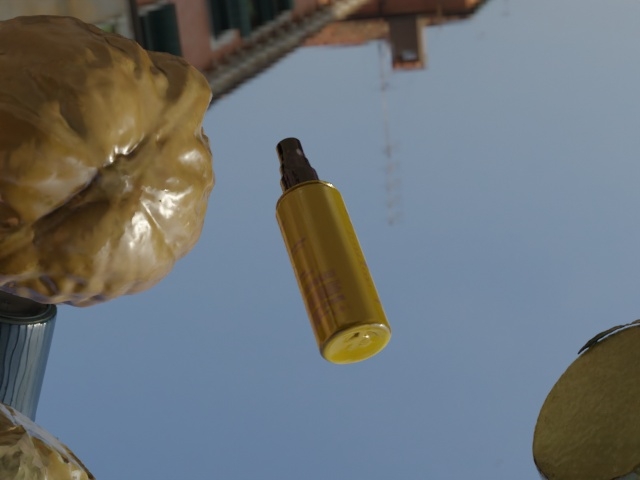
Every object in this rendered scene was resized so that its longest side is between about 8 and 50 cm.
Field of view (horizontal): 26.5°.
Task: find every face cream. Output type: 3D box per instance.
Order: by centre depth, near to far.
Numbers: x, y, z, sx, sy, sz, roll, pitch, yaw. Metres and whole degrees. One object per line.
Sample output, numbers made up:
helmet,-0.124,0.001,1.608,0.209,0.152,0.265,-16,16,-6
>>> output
face cream,0.000,0.000,1.456,0.078,0.078,0.273,-11,-125,-12

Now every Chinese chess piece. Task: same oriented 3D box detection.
Chinese chess piece,0.274,0.163,1.188,0.188,0.083,0.188,-41,-156,22

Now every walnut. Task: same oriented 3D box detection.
walnut,-0.199,-0.063,1.027,0.257,0.224,0.257,-29,-153,16

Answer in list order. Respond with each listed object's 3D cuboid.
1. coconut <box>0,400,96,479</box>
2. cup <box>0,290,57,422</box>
coconut,-0.291,0.250,0.870,0.360,0.346,0.346,-41,-175,26
cup,-0.362,0.116,1.440,0.150,0.138,0.113,16,-160,-5
